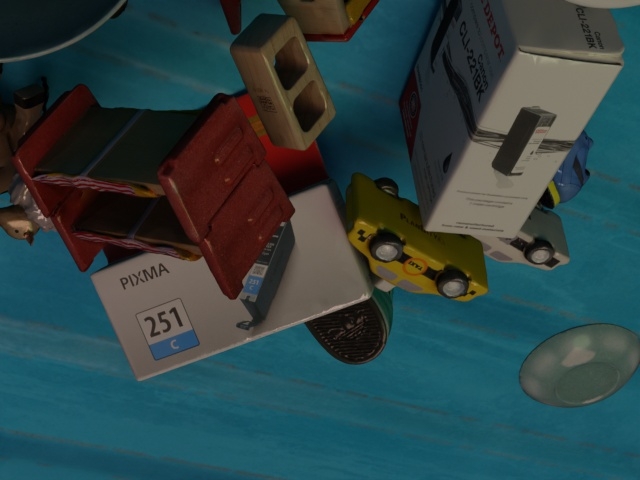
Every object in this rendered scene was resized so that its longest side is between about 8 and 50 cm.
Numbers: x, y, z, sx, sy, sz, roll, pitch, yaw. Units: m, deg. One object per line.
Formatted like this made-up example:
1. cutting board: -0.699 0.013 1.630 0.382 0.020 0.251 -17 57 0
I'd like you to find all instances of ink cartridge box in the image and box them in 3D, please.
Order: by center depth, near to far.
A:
1. ink cartridge box: 0.185 -0.162 1.138 0.114 0.197 0.273 4 142 -15
2. ink cartridge box: -0.121 -0.011 1.239 0.296 0.066 0.261 -21 96 12

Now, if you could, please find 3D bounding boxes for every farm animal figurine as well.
1. farm animal figurine: -0.420 -0.075 1.129 0.327 0.330 0.172 -19 140 -34

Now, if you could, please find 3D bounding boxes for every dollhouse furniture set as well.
1. dollhouse furniture set: -0.090 -0.138 1.061 0.201 0.374 0.152 10 141 35

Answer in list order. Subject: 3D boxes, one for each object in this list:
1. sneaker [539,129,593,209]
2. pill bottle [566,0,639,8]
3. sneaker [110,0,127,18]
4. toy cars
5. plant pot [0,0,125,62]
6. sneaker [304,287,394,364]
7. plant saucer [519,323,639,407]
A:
1. sneaker: 0.277 -0.130 1.313 0.082 0.069 0.209 -34 134 -6
2. pill bottle: 0.205 -0.352 0.888 0.188 0.334 0.188 -6 135 -6
3. sneaker: -0.295 -0.245 1.077 0.234 0.078 0.106 -7 132 -7
4. toy cars: 0.153 -0.005 1.290 0.394 0.176 0.087 -13 156 -51
5. plant pot: -0.288 -0.323 0.919 0.290 0.195 0.290 -5 134 -6
6. sneaker: 0.000 0.000 1.346 0.124 0.178 0.295 -30 92 13
7. plant saucer: 0.404 0.205 1.680 0.195 0.037 0.195 -5 134 -5
